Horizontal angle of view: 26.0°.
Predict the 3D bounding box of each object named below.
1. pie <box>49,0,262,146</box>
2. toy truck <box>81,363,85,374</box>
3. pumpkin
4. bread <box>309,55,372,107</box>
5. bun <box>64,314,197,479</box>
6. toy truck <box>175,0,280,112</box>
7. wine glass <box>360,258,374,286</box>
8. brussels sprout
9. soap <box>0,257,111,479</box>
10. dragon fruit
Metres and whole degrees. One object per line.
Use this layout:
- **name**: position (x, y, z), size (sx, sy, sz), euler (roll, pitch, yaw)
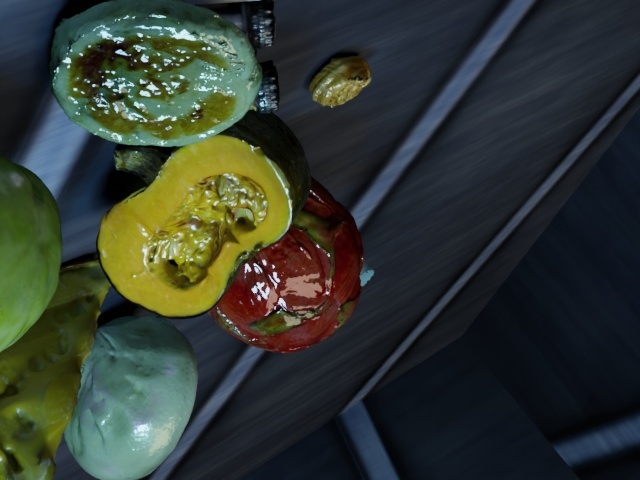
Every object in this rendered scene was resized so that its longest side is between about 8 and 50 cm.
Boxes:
- **pie**: position (-0.180, -0.178, 1.489), size (0.240, 0.054, 0.240), euler (-3, 148, -2)
- **toy truck**: position (-0.447, 0.218, 2.125), size (0.116, 0.085, 0.191), euler (-10, 146, -42)
- **pumpkin**: position (-0.153, -0.072, 1.825), size (0.325, 0.242, 0.232), euler (-40, -164, 31)
- **bread**: position (0.028, -0.230, 2.018), size (0.083, 0.044, 0.110), euler (-45, 165, 26)
- **bun**: position (-0.330, 0.241, 2.205), size (0.179, 0.283, 0.283), euler (22, 124, -34)
- **toy truck**: position (-0.117, -0.233, 1.568), size (0.136, 0.111, 0.286), euler (-6, 150, -5)
- **wine glass**: position (0.000, 0.000, 2.295), size (0.093, 0.202, 0.093), euler (-36, 165, -11)
- **brussels sprout**: position (-0.412, 0.025, 1.429), size (0.316, 0.243, 0.274), euler (-27, -175, -21)
- **soap**: position (-0.362, 0.205, 1.878), size (0.338, 0.304, 0.169), euler (-22, 160, -46)
- **dragon fruit**: position (-0.069, 0.025, 2.083), size (0.277, 0.277, 0.342), euler (-37, 159, -5)
